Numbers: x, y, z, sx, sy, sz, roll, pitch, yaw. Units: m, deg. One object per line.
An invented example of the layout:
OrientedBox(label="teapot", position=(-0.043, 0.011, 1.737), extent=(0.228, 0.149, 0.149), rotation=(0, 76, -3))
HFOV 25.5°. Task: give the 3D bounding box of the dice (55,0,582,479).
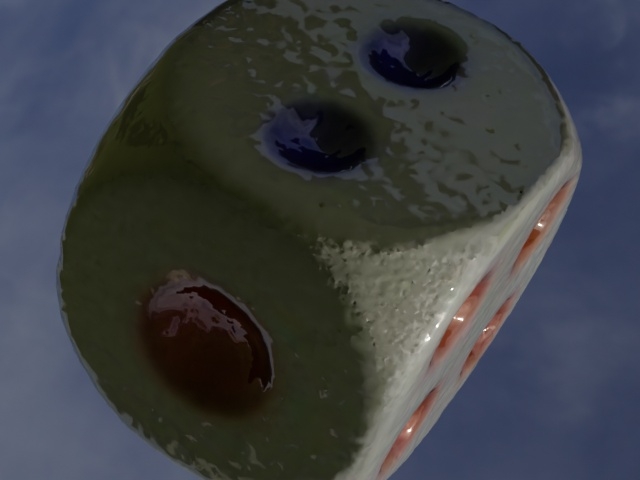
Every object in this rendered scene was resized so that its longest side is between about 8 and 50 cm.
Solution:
OrientedBox(label="dice", position=(0.000, 0.000, 0.897), extent=(0.243, 0.251, 0.259), rotation=(31, -44, 16))
